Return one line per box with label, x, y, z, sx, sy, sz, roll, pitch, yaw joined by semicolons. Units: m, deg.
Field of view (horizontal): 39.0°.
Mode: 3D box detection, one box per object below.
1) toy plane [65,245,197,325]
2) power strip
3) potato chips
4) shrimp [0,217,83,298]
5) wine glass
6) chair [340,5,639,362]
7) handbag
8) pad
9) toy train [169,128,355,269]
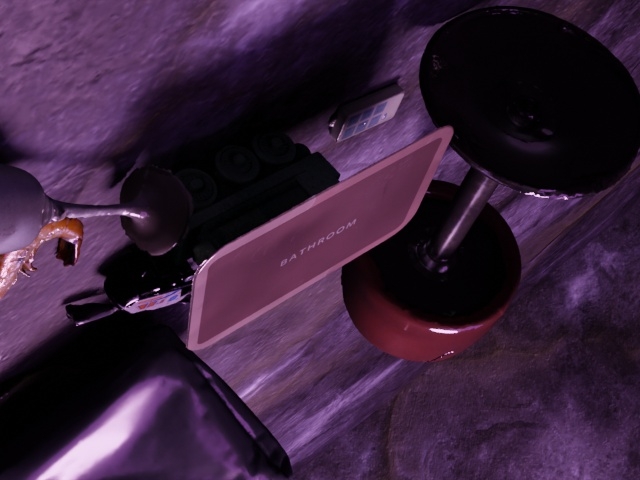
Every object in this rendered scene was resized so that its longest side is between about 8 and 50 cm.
toy plane;-0.142;0.037;0.860;0.078;0.053;0.197;-42;163;34
power strip;0.046;-0.126;0.891;0.090;0.016;0.040;-27;158;-33
potato chips;-0.284;0.174;0.933;0.142;0.026;0.209;-34;161;-12
shrimp;-0.231;0.027;0.690;0.127;0.025;0.091;-47;162;11
wine glass;-0.194;-0.021;0.585;0.074;0.074;0.262;-48;159;23
chair;0.161;-0.038;1.005;0.226;0.226;0.401;-31;160;-27
handbag;-0.221;0.237;0.946;0.302;0.275;0.178;-40;-156;-11
pad;0.000;0.000;0.772;0.266;0.002;0.176;-30;159;-26
toy train;-0.058;-0.028;0.768;0.170;0.111;0.071;-30;158;-34
